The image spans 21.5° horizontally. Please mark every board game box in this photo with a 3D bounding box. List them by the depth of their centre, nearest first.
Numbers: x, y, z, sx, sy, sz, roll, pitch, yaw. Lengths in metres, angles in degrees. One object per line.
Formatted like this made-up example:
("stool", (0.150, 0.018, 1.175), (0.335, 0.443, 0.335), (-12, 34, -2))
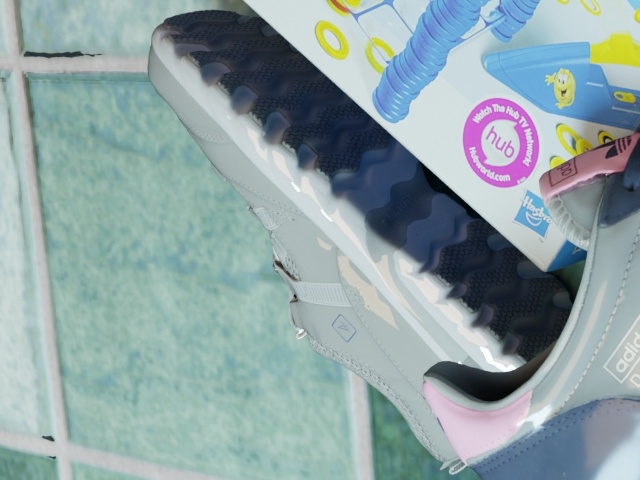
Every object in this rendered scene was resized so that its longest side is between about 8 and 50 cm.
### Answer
("board game box", (0.080, -0.200, 0.718), (0.308, 0.086, 0.302), (44, 127, 23))

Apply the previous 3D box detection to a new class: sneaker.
("sneaker", (0.158, -0.020, 0.630), (0.131, 0.112, 0.319), (35, 101, 9))
("sneaker", (0.000, 0.000, 0.832), (0.281, 0.105, 0.115), (49, 128, 18))
